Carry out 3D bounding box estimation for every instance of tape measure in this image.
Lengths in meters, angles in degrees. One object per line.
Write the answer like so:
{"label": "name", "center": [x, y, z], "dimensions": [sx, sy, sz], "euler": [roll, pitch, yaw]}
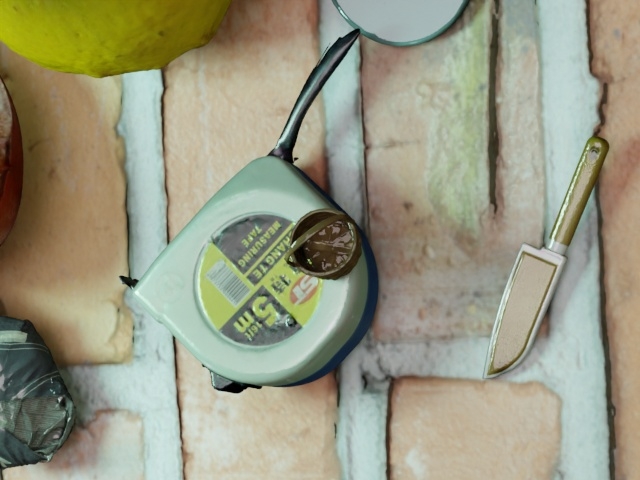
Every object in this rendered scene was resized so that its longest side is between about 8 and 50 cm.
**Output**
{"label": "tape measure", "center": [-0.010, -0.014, 1.639], "dimensions": [0.215, 0.098, 0.351], "euler": [44, 99, 19]}

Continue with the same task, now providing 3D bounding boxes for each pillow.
{"label": "pillow", "center": [-0.408, 0.136, 1.792], "dimensions": [0.335, 0.092, 0.161], "euler": [14, 103, 21]}

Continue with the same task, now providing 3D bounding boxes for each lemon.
{"label": "lemon", "center": [-0.213, -0.286, 1.640], "dimensions": [0.284, 0.260, 0.260], "euler": [-21, 80, 46]}

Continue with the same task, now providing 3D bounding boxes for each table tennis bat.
{"label": "table tennis bat", "center": [0.045, -0.287, 1.652], "dimensions": [0.237, 0.038, 0.149], "euler": [33, 102, 15]}

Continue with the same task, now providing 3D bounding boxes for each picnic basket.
{"label": "picnic basket", "center": [0.000, 0.000, 1.541], "dimensions": [0.072, 0.083, 0.072], "euler": [-2, 81, 16]}

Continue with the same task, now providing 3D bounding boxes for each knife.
{"label": "knife", "center": [0.209, 0.018, 1.584], "dimensions": [0.046, 0.022, 0.256], "euler": [24, 102, 14]}

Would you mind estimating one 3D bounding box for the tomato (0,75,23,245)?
{"label": "tomato", "center": [-0.454, -0.065, 1.776], "dimensions": [0.338, 0.143, 0.338], "euler": [-3, 71, 8]}
